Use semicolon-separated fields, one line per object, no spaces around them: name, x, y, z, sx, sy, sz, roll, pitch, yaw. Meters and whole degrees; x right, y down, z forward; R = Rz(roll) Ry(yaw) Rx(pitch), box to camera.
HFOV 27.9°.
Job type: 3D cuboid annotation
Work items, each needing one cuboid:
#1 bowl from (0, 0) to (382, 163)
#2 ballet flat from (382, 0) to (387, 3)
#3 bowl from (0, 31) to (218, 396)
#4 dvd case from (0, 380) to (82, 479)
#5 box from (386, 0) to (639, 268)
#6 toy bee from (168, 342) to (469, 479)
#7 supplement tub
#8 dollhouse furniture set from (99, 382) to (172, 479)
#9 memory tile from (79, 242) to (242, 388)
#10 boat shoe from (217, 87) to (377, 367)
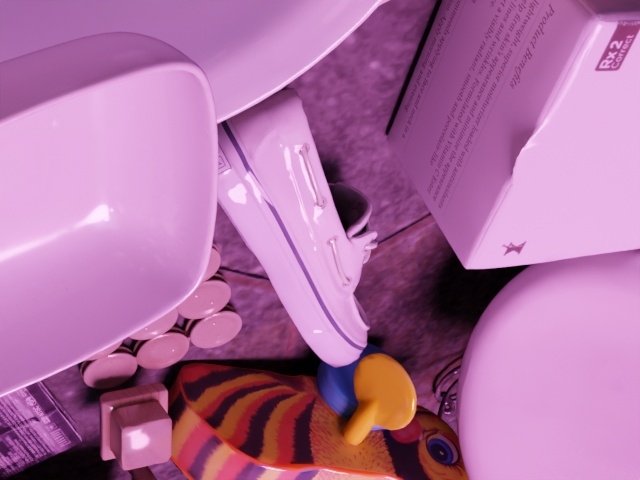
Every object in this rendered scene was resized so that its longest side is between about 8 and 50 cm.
bowl;-0.096;-0.178;0.460;0.297;0.134;0.298;-17;142;-14
ballet flat;0.034;-0.155;0.631;0.248;0.086;0.086;-28;143;2
bowl;-0.109;-0.012;0.477;0.142;0.053;0.142;-25;146;-25
dvd case;-0.279;0.134;0.810;0.221;0.018;0.164;-25;144;-5
box;0.162;-0.091;0.740;0.181;0.119;0.181;-6;138;-27
toy bee;0.043;0.151;0.917;0.298;0.162;0.195;-14;141;-17
supplement tub;0.280;0.109;0.921;0.331;0.241;0.241;-6;140;-48
dollhouse furniture set;-0.277;0.249;0.904;0.303;0.174;0.356;-8;118;-27
memory tile;-0.112;0.037;0.806;0.113;0.012;0.148;-22;144;-8
boat shoe;0.000;0.000;0.774;0.075;0.083;0.226;-29;143;3
